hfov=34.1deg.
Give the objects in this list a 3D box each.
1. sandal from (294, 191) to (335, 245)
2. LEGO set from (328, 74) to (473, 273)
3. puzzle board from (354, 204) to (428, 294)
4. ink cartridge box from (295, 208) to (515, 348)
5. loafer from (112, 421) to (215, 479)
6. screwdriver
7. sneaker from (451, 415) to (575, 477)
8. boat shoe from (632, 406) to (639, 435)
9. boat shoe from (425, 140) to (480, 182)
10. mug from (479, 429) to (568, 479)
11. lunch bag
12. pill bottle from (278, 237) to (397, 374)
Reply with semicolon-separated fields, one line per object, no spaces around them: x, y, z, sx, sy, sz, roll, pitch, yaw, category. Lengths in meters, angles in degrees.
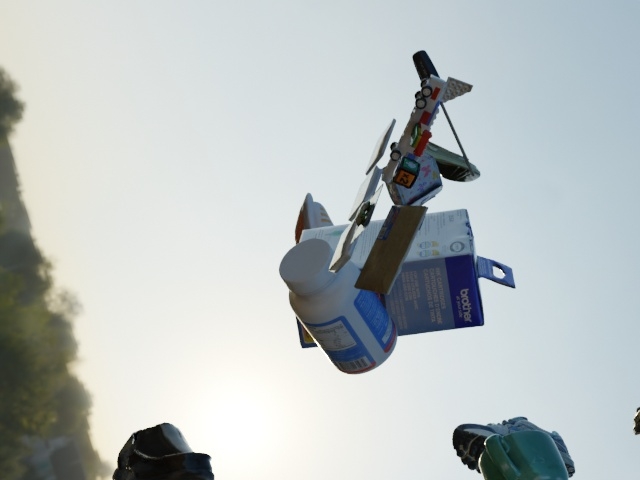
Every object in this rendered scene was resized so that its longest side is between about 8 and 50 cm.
-0.003;0.008;2.235;0.265;0.076;0.102;-99;-157;-47;sandal
0.083;-0.069;1.127;0.244;0.060;0.183;127;-15;-70;LEGO set
0.095;0.011;1.402;0.128;0.011;0.096;-64;-158;-8;puzzle board
0.155;0.061;1.939;0.270;0.395;0.151;-75;154;-69;ink cartridge box
-0.188;0.250;1.214;0.220;0.080;0.078;-15;-113;57;loafer
0.154;-0.155;1.257;0.170;0.025;0.024;63;-8;11;screwdriver
0.397;0.428;2.204;0.110;0.283;0.122;-56;-157;37;sneaker
0.504;0.271;1.603;0.137;0.049;0.043;70;-1;-73;boat shoe
0.219;-0.144;1.850;0.056;0.153;0.048;-37;-136;55;boat shoe
0.318;0.379;1.668;0.097;0.157;0.129;-107;-146;-46;mug
0.133;-0.079;1.469;0.053;0.071;0.083;47;-16;46;lunch bag
0.025;0.101;1.648;0.221;0.124;0.124;57;-5;-37;pill bottle
